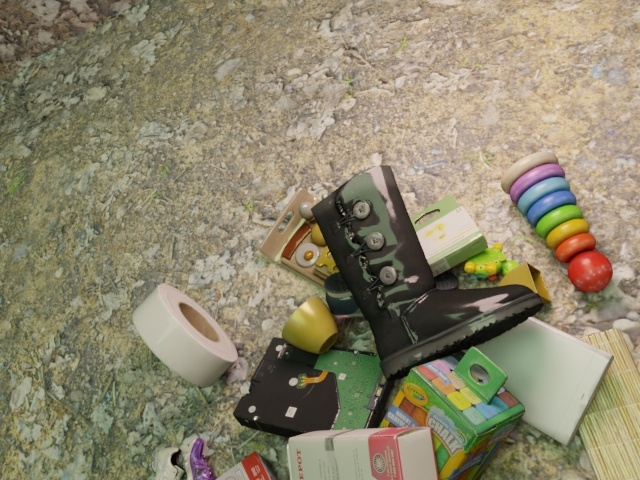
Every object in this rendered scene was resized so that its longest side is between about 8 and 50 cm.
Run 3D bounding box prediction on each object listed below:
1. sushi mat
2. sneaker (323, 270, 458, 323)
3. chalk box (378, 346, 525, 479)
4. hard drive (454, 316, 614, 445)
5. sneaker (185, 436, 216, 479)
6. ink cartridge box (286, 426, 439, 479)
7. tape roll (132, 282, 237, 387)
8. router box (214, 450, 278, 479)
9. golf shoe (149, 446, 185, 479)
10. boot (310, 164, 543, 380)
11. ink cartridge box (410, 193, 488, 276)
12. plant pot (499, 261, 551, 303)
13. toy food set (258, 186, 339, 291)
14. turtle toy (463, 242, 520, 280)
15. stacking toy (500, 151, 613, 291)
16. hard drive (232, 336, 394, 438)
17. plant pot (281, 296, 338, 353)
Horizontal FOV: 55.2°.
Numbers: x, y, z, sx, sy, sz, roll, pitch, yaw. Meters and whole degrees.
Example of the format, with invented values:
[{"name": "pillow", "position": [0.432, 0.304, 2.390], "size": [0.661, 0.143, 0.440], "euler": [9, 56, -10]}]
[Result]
[{"name": "sushi mat", "position": [0.581, 0.335, 1.221], "size": [0.152, 0.019, 0.316], "euler": [-22, 58, 18]}, {"name": "sneaker", "position": [0.173, 0.136, 1.494], "size": [0.319, 0.131, 0.112], "euler": [-3, 32, 7]}, {"name": "chalk box", "position": [0.260, 0.348, 1.208], "size": [0.180, 0.179, 0.288], "euler": [42, 123, 36]}, {"name": "hard drive", "position": [0.425, 0.261, 1.301], "size": [0.308, 0.040, 0.203], "euler": [27, 91, 36]}, {"name": "sneaker", "position": [-0.298, 0.583, 1.543], "size": [0.071, 0.068, 0.169], "euler": [-9, 70, 7]}, {"name": "ink cartridge box", "position": [0.080, 0.469, 1.170], "size": [0.283, 0.117, 0.207], "euler": [-18, 75, 42]}, {"name": "tape roll", "position": [-0.349, 0.243, 1.589], "size": [0.100, 0.286, 0.286], "euler": [-45, 54, 2]}, {"name": "router box", "position": [-0.184, 0.698, 1.350], "size": [0.301, 0.082, 0.335], "euler": [-36, 47, -4]}, {"name": "golf shoe", "position": [-0.387, 0.615, 1.562], "size": [0.086, 0.069, 0.176], "euler": [-20, 59, 11]}, {"name": "boot", "position": [0.216, 0.028, 1.342], "size": [0.367, 0.146, 0.445], "euler": [-27, 65, 12]}, {"name": "ink cartridge box", "position": [0.281, -0.025, 1.490], "size": [0.171, 0.056, 0.235], "euler": [-30, 40, 9]}, {"name": "plant pot", "position": [0.450, 0.108, 1.366], "size": [0.083, 0.081, 0.081], "euler": [-29, 55, 30]}, {"name": "toy food set", "position": [0.000, 0.000, 1.644], "size": [0.306, 0.092, 0.219], "euler": [28, 81, 35]}, {"name": "turtle toy", "position": [0.397, 0.057, 1.423], "size": [0.130, 0.066, 0.095], "euler": [3, 43, 29]}, {"name": "stacking toy", "position": [0.540, -0.037, 1.364], "size": [0.141, 0.141, 0.330], "euler": [-29, 61, 12]}, {"name": "hard drive", "position": [-0.011, 0.359, 1.448], "size": [0.339, 0.064, 0.236], "euler": [3, 47, 29]}, {"name": "plant pot", "position": [-0.012, 0.217, 1.473], "size": [0.095, 0.134, 0.134], "euler": [39, 88, 24]}]
